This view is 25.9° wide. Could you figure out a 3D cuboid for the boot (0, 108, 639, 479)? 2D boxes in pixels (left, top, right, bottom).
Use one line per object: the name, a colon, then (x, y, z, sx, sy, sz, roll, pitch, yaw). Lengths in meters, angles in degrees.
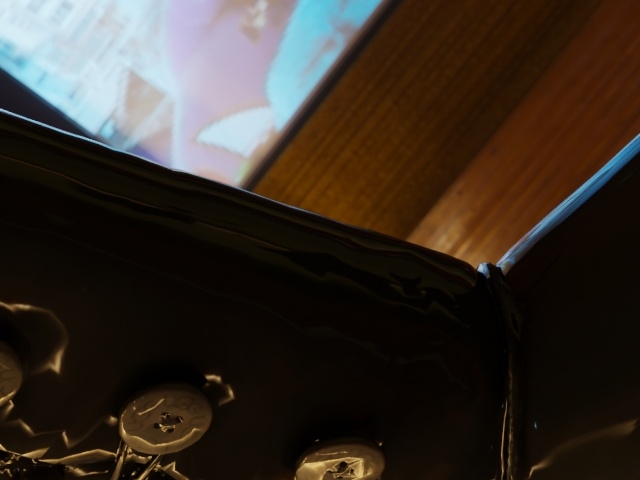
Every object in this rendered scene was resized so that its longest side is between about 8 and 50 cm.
boot: (-0.001, 0.002, 0.608, 0.445, 0.367, 0.146, 17, -155, -16)
